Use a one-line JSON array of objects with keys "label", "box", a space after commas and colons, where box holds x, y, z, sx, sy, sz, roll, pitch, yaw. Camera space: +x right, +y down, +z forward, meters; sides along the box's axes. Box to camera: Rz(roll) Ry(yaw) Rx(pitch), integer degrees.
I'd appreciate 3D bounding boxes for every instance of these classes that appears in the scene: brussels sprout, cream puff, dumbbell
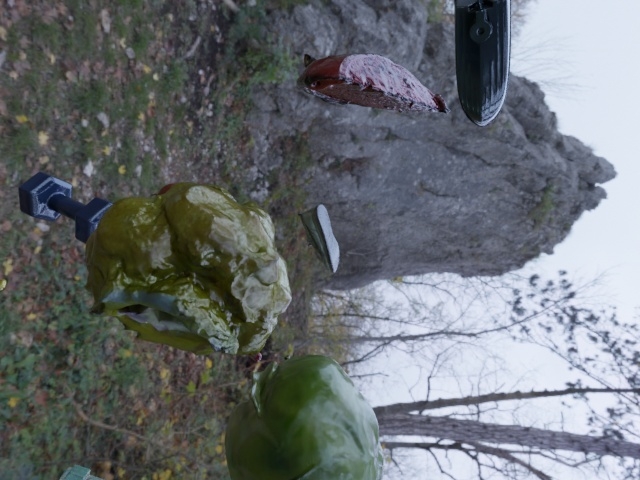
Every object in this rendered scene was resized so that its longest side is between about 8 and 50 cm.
[{"label": "brussels sprout", "box": [-0.034, 0.479, 0.896, 0.361, 0.342, 0.425, -136, -145, -86]}, {"label": "cream puff", "box": [-0.170, 0.062, 0.548, 0.185, 0.281, 0.282, -107, -153, -59]}, {"label": "dumbbell", "box": [-0.760, -0.094, 1.279, 0.160, 0.324, 0.144, -56, 159, -34]}]

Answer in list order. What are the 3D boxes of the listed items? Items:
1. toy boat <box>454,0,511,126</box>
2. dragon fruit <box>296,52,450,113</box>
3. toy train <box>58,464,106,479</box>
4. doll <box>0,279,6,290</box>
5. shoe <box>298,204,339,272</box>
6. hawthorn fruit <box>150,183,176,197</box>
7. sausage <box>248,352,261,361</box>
[{"label": "toy boat", "box": [0.291, -0.318, 0.745, 0.103, 0.093, 0.246, -63, 145, -44]}, {"label": "dragon fruit", "box": [0.082, -0.348, 0.910, 0.282, 0.343, 0.100, 18, -75, 49]}, {"label": "toy train", "box": [-0.668, 0.738, 1.205, 0.081, 0.194, 0.125, -80, -169, -69]}, {"label": "doll", "box": [-1.209, 0.111, 1.290, 0.365, 0.160, 0.094, 28, 40, -60]}, {"label": "shoe", "box": [0.000, 0.000, 1.534, 0.103, 0.098, 0.275, -50, 128, -54]}, {"label": "hawthorn fruit", "box": [-0.482, -0.121, 1.362, 0.203, 0.162, 0.163, 47, -29, 12]}, {"label": "sausage", "box": [-0.237, 0.380, 1.422, 0.129, 0.034, 0.034, 21, -74, 53]}]
